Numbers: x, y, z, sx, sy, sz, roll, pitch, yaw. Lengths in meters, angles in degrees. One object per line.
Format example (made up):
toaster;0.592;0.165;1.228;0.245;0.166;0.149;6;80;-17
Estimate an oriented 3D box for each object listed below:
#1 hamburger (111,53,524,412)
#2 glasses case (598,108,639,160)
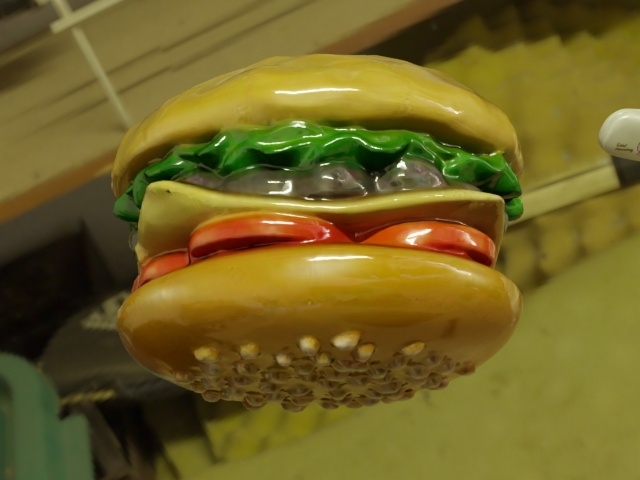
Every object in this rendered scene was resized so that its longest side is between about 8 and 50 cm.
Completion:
hamburger;0.000;0.000;0.514;0.162;0.162;0.115;-12;69;21
glasses case;0.217;-0.066;0.905;0.083;0.032;0.021;6;38;-26
